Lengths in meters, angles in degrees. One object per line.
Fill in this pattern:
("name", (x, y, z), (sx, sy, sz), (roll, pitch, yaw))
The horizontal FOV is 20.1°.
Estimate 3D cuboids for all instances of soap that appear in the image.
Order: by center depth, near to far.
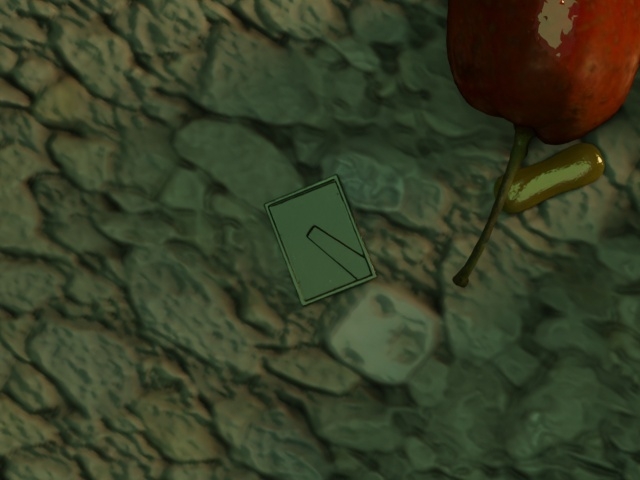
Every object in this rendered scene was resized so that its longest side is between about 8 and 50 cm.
("soap", (0.177, -0.049, 1.403), (0.089, 0.012, 0.034), (-23, 83, 7))

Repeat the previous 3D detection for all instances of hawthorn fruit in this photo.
("hawthorn fruit", (0.149, -0.099, 1.340), (0.165, 0.165, 0.285), (16, 92, 10))

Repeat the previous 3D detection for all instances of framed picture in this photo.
("framed picture", (0.000, 0.000, 1.432), (0.066, 0.006, 0.089), (-23, 84, 7))
